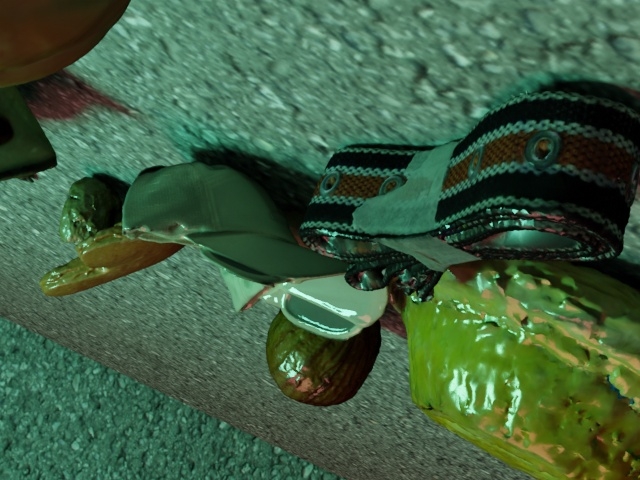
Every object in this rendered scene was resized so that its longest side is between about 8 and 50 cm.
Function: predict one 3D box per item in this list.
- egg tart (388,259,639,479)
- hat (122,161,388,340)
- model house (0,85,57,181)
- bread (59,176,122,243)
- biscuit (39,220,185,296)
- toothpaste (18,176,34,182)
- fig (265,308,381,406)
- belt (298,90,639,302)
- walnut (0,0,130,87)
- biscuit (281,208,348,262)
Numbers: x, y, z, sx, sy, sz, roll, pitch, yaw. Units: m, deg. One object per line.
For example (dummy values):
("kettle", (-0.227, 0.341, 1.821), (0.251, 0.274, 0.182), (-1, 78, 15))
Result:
("egg tart", (0.215, 0.134, 1.072), (0.388, 0.169, 0.388), (26, 168, 6))
("hat", (-0.050, -0.007, 1.092), (0.226, 0.164, 0.219), (-5, 158, 21))
("model house", (-0.409, -0.148, 1.128), (0.268, 0.173, 0.239), (60, 165, -16))
("bread", (-0.265, -0.033, 1.372), (0.060, 0.082, 0.113), (11, -176, 2))
("biscuit", (-0.236, 0.017, 1.349), (0.192, 0.186, 0.036), (122, 126, -75))
("toothpaste", (-0.387, -0.103, 1.412), (0.062, 0.037, 0.216), (24, 169, -3))
("fig", (0.028, 0.093, 1.338), (0.134, 0.146, 0.201), (26, 125, -19))
("belt", (0.097, -0.026, 0.840), (0.126, 0.094, 0.359), (30, 163, -16))
("walnut", (-0.178, -0.188, 0.438), (0.285, 0.285, 0.296), (35, -163, -33))
("biscuit", (0.000, 0.000, 1.203), (0.120, 0.015, 0.120), (23, 164, 7))
